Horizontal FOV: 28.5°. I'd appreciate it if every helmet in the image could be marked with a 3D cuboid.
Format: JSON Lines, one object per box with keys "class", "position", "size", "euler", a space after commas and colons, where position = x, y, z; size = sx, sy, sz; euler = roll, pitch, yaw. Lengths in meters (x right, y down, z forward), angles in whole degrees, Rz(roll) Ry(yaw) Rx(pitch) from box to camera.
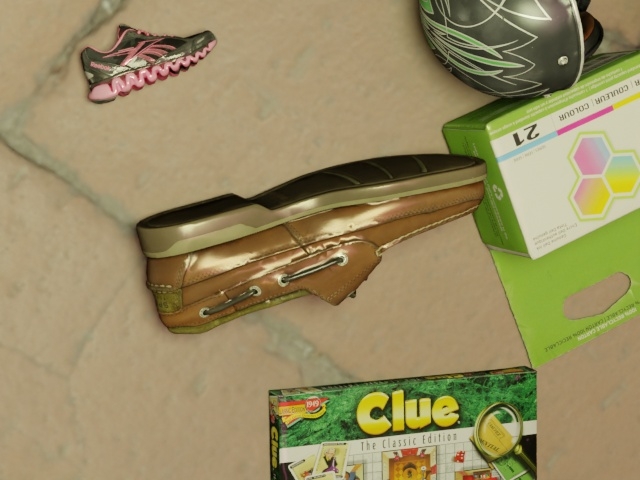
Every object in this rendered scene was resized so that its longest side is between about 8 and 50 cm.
{"class": "helmet", "position": [0.166, -0.202, 1.079], "size": [0.161, 0.169, 0.169], "euler": [-47, 109, -31]}

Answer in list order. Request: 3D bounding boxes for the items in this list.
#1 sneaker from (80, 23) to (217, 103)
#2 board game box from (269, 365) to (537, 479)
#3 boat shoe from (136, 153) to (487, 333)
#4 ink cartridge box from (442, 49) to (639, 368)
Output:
{"class": "sneaker", "position": [-0.145, -0.158, 1.050], "size": [0.119, 0.047, 0.057], "euler": [-24, 91, -16]}
{"class": "board game box", "position": [0.081, 0.194, 1.169], "size": [0.259, 0.030, 0.136], "euler": [-4, 95, -19]}
{"class": "boat shoe", "position": [0.000, 0.000, 1.087], "size": [0.307, 0.111, 0.104], "euler": [-13, 104, -7]}
{"class": "ink cartridge box", "position": [0.251, -0.025, 1.168], "size": [0.188, 0.097, 0.255], "euler": [-25, 102, -15]}
